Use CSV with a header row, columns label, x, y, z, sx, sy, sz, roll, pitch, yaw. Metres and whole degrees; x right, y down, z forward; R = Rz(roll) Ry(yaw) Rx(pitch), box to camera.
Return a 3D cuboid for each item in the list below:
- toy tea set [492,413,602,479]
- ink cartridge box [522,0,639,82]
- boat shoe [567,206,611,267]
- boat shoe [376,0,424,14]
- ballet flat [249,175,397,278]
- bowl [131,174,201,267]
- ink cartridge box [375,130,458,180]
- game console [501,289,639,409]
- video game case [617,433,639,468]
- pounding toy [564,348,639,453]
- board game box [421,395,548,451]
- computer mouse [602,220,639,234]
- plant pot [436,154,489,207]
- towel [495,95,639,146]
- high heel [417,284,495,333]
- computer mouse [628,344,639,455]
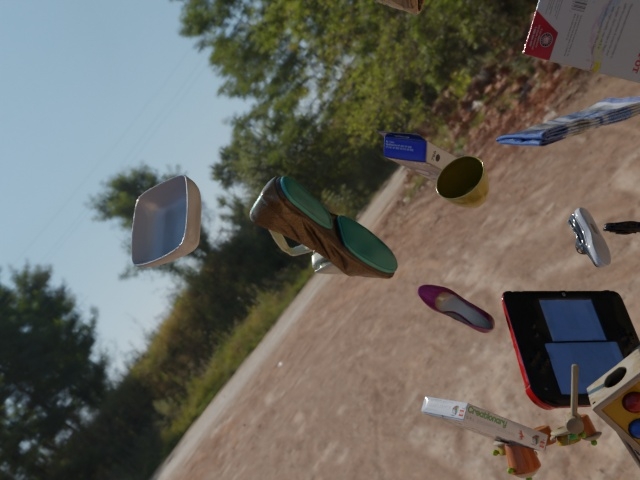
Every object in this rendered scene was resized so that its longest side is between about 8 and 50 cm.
label,x,y,z,sx,sy,sz,roll,pitch,yaw
toy tea set,0.702,0.639,2.091,0.336,0.124,0.200,-18,-9,6
ink cartridge box,0.404,-0.322,0.989,0.127,0.176,0.128,-49,-25,-54
boat shoe,0.808,0.002,2.085,0.076,0.080,0.228,-49,38,39
boat shoe,0.181,-0.543,1.209,0.122,0.110,0.341,-61,-5,-21
ballet flat,0.000,0.000,1.312,0.124,0.342,0.116,-36,43,27
bowl,-0.250,-0.025,1.140,0.142,0.053,0.142,-20,60,34
ink cartridge box,0.314,-0.240,2.037,0.165,0.332,0.065,15,87,46
game console,0.705,0.288,1.869,0.060,0.386,0.342,116,151,-57
video game case,1.001,0.530,2.037,0.248,0.275,0.035,-38,16,-7
pounding toy,0.541,0.305,1.266,0.206,0.181,0.094,-47,1,21
board game box,0.464,0.520,1.944,0.193,0.305,0.053,-12,56,62
computer mouse,0.664,-0.010,1.300,0.071,0.242,0.041,-39,-49,-69
plant pot,0.376,-0.135,1.748,0.134,0.095,0.134,-24,45,27
towel,0.546,-0.257,1.464,0.285,0.034,0.209,-18,12,-8
high heel,0.397,0.200,2.014,0.082,0.244,0.117,-57,-6,0
computer mouse,0.716,0.362,1.538,0.184,0.060,0.262,-67,-28,-50
